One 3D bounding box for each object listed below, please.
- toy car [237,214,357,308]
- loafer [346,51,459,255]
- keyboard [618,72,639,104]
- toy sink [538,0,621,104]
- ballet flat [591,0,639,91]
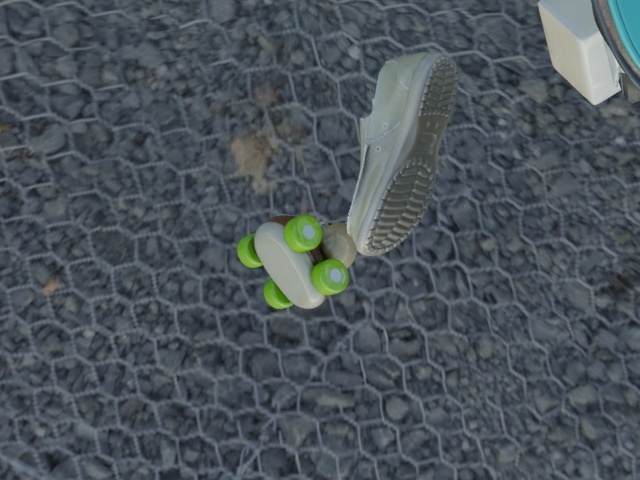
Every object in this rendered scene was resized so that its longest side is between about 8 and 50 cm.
[{"bbox_3d":[0.000,0.000,1.580,0.188,0.155,0.149,-39,103,-37],"label":"toy car"},{"bbox_3d":[0.093,-0.112,1.310,0.102,0.092,0.268,9,105,-47],"label":"loafer"},{"bbox_3d":[0.478,-0.251,1.136,0.317,0.033,0.201,-15,147,13],"label":"keyboard"},{"bbox_3d":[0.481,-0.356,1.636,0.234,0.131,0.153,-33,140,0],"label":"toy sink"},{"bbox_3d":[0.258,-0.120,0.742,0.095,0.096,0.280,-33,95,-7],"label":"ballet flat"}]
